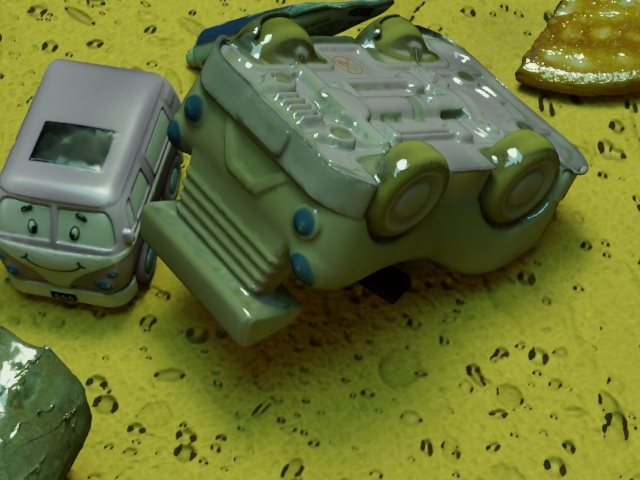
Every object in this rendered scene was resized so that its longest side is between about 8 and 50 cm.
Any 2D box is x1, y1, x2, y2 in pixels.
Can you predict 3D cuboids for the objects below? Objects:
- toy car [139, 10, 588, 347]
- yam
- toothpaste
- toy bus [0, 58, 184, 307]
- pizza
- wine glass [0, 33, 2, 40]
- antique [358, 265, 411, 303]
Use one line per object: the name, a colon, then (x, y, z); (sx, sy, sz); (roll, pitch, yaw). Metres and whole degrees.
toy car: (0.037, -0.053, 1.580); (0.336, 0.226, 0.242); (-7, 43, -48)
yam: (-0.303, 0.209, 1.431); (0.161, 0.161, 0.268); (18, 58, 15)
toothpaste: (-0.044, -0.199, 1.702); (0.268, 0.069, 0.047); (-8, 61, 49)
toy bus: (-0.213, -0.053, 1.628); (0.142, 0.142, 0.203); (10, 55, 8)
pizza: (0.272, -0.210, 1.794); (0.184, 0.036, 0.176); (-14, 53, -6)
wine glass: (-0.420, -0.231, 1.793); (0.182, 0.122, 0.122); (-10, 54, -13)
antique: (0.000, 0.000, 1.661); (0.192, 0.015, 0.031); (32, 62, 23)
